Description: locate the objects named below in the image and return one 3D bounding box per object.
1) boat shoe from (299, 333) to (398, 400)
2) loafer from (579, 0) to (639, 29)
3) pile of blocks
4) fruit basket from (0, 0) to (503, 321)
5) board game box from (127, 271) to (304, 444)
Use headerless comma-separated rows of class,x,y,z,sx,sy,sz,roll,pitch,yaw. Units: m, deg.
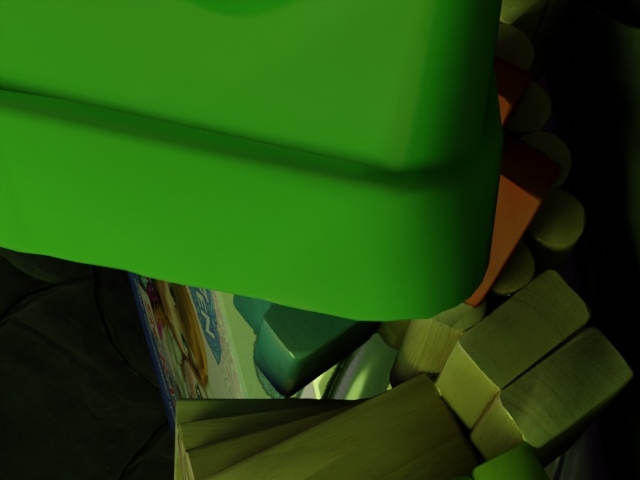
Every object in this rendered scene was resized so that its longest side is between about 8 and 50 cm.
boat shoe,0.042,0.160,0.783,0.099,0.116,0.319,25,119,32
loafer,0.083,-0.074,0.328,0.220,0.078,0.080,156,111,-83
pile of blocks,0.027,0.025,0.528,0.112,0.149,0.362,104,163,-66
fruit basket,-0.104,-0.115,0.469,0.392,0.283,0.392,-168,90,-79
board game box,-0.058,0.060,1.049,0.318,0.066,0.318,-146,40,-67
